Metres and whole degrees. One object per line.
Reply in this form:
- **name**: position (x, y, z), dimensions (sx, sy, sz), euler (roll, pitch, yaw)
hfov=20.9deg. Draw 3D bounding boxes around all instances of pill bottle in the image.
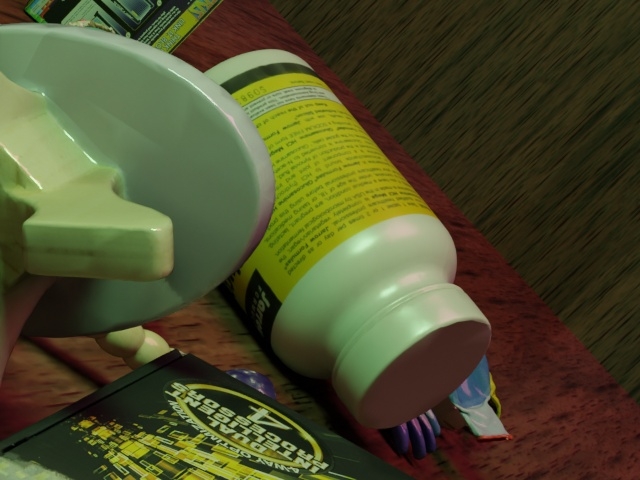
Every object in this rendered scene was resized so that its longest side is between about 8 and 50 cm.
- **pill bottle**: position (0.000, 0.000, 1.556), dimensions (0.334, 0.188, 0.188), euler (52, 13, 29)

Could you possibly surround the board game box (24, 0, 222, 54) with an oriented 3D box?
- **board game box**: position (-0.195, -0.253, 1.788), dimensions (0.141, 0.170, 0.048), euler (43, 10, -17)

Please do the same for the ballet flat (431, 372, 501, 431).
- **ballet flat**: position (0.140, 0.161, 1.805), dimensions (0.077, 0.077, 0.231), euler (64, 15, 18)

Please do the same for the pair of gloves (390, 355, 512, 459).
- **pair of gloves**: position (0.101, 0.132, 1.672), dimensions (0.198, 0.023, 0.159), euler (-1, 57, -44)

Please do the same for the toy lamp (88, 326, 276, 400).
- **toy lamp**: position (-0.146, 0.052, 1.135), dimensions (0.274, 0.080, 0.080), euler (42, 12, -34)

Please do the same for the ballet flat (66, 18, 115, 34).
- **ballet flat**: position (-0.198, -0.144, 1.674), dimensions (0.077, 0.091, 0.241), euler (17, -11, 33)

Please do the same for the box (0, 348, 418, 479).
- **box**: position (0.027, 0.207, 0.838), dimensions (0.395, 0.097, 0.318), euler (29, 15, 11)

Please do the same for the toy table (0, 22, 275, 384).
- **toy table**: position (-0.178, -0.016, 0.909), dimensions (0.161, 0.274, 0.252), euler (-38, 117, -69)
